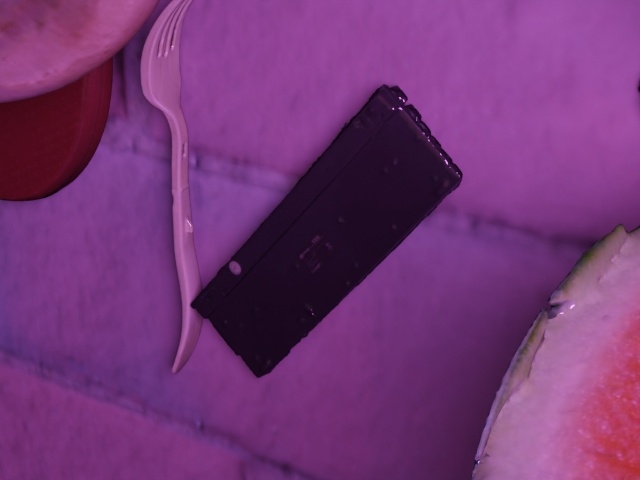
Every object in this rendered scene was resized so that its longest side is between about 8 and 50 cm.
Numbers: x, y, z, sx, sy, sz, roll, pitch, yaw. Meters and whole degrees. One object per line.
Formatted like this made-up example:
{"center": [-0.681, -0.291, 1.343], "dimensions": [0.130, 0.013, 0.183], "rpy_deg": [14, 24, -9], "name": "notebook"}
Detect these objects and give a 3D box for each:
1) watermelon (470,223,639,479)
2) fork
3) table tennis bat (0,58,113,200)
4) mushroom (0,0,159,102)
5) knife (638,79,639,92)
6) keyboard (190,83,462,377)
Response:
{"center": [0.130, 0.157, 0.548], "dimensions": [0.292, 0.222, 0.319], "rpy_deg": [31, 111, 42], "name": "watermelon"}
{"center": [-0.077, -0.029, 0.946], "dimensions": [0.028, 0.034, 0.219], "rpy_deg": [8, 114, 14], "name": "fork"}
{"center": [-0.212, -0.170, 1.015], "dimensions": [0.200, 0.038, 0.310], "rpy_deg": [-18, 92, 43], "name": "table tennis bat"}
{"center": [-0.171, -0.179, 0.860], "dimensions": [0.226, 0.178, 0.227], "rpy_deg": [-1, 85, 12], "name": "mushroom"}
{"center": [0.172, -0.035, 0.712], "dimensions": [0.121, 0.018, 0.031], "rpy_deg": [38, 135, 28], "name": "knife"}
{"center": [0.000, 0.000, 0.891], "dimensions": [0.060, 0.018, 0.195], "rpy_deg": [51, 133, 8], "name": "keyboard"}
